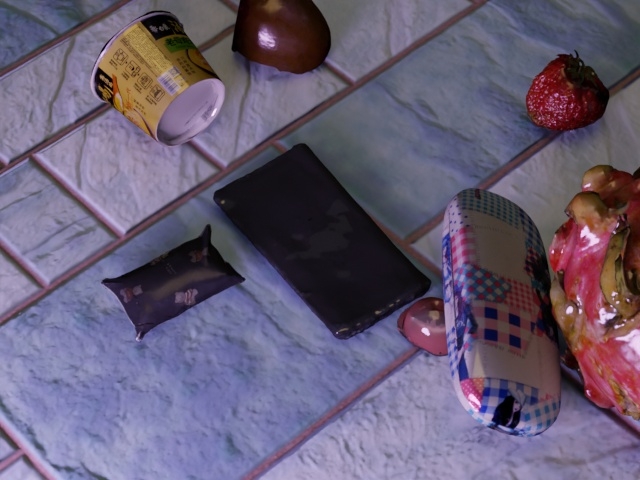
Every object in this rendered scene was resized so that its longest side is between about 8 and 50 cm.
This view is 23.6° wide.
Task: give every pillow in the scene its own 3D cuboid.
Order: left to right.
[{"bbox_3d":[-0.174,0.049,1.811,0.150,0.048,0.090,-29,46,-15],"label":"pillow"}]

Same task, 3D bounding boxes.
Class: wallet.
[{"bbox_3d":[0.000,0.000,1.857,0.146,0.030,0.285,-27,54,-22],"label":"wallet"}]

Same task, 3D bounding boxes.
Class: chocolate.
[{"bbox_3d":[-0.050,-0.285,2.067,0.133,0.127,0.124,8,80,-6],"label":"chocolate"}]

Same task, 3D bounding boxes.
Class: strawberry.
[{"bbox_3d":[0.314,-0.182,1.960,0.106,0.106,0.106,-2,49,2],"label":"strawberry"}]

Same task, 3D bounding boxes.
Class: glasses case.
[{"bbox_3d":[0.202,0.075,1.730,0.125,0.076,0.327,20,45,-22],"label":"glasses case"}]

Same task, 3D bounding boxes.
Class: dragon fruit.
[{"bbox_3d":[0.367,0.045,1.642,0.250,0.269,0.291,-20,66,-6],"label":"dragon fruit"}]

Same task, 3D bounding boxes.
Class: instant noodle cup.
[{"bbox_3d":[-0.204,-0.200,1.969,0.151,0.151,0.122,-32,65,-22],"label":"instant noodle cup"}]

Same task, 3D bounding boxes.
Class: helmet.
[{"bbox_3d":[0.126,0.090,1.759,0.084,0.049,0.065,30,59,25],"label":"helmet"}]
